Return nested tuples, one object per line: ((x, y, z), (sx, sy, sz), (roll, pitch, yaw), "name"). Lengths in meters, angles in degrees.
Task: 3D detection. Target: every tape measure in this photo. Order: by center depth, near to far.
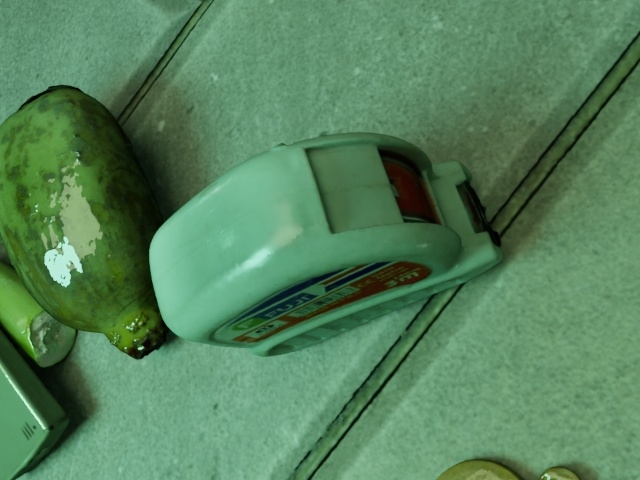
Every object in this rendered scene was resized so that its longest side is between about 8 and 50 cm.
((0.001, 0.001, 0.614), (0.243, 0.246, 0.125), (-28, 65, 22), "tape measure")

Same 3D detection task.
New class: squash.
((-0.389, 0.061, 0.847), (0.250, 0.083, 0.083), (24, 88, 24), "squash")

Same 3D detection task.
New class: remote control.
((-0.391, 0.125, 0.803), (0.285, 0.038, 0.123), (48, 118, 12), "remote control")

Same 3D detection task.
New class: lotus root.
((-0.245, -0.021, 0.766), (0.173, 0.173, 0.309), (-30, 74, 14), "lotus root")

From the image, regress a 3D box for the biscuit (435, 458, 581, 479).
((0.167, 0.243, 0.593), (0.184, 0.027, 0.133), (28, 91, 26), "biscuit")
